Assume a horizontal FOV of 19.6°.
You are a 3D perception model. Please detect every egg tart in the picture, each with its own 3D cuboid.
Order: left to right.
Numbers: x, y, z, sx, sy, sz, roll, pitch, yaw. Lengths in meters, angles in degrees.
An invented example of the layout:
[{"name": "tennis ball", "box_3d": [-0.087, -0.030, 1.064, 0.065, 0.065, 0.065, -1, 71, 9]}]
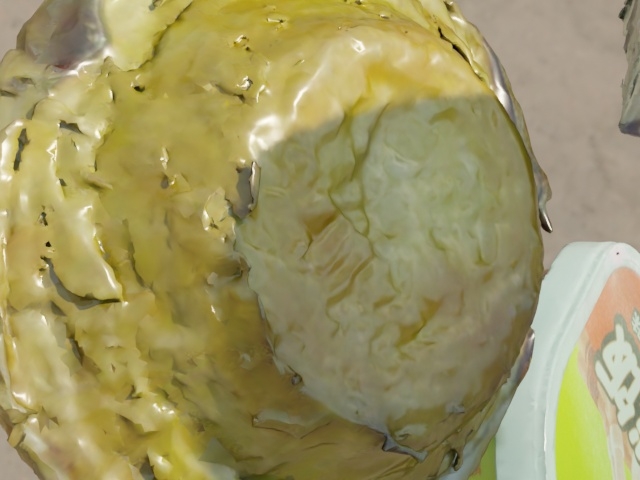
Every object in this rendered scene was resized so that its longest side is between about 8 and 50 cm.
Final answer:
[{"name": "egg tart", "box_3d": [0.000, 0.000, 0.740, 0.295, 0.116, 0.295, 5, 81, -36]}]

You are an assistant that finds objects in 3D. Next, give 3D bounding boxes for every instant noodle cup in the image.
[{"name": "instant noodle cup", "box_3d": [0.054, 0.160, 1.142, 0.308, 0.294, 0.294, -8, 23, 29]}]

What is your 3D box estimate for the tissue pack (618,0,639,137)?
[{"name": "tissue pack", "box_3d": [0.360, -0.132, 1.068, 0.344, 0.242, 0.125, 12, 53, 0]}]
